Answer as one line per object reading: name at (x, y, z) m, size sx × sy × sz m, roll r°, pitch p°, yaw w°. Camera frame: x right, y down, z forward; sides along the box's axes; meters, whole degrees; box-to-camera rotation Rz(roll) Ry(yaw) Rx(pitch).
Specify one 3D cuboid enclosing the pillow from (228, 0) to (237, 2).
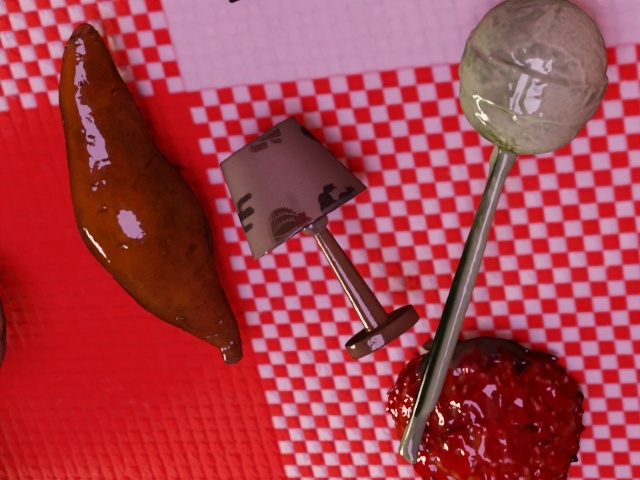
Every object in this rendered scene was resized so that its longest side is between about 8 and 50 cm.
pillow at (-0.022, -0.247, 1.084) m, size 0.150 × 0.048 × 0.090 m, roll -6°, pitch 113°, yaw 18°

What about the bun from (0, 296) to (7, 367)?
bun at (-0.418, 0.104, 1.343) m, size 0.231 × 0.231 × 0.133 m, roll 15°, pitch 163°, yaw 9°

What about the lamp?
lamp at (0.000, 0.000, 1.166) m, size 0.121 × 0.121 × 0.215 m, roll -30°, pitch 94°, yaw 29°

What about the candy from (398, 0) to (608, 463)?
candy at (0.131, 0.003, 1.112) m, size 0.119 × 0.119 × 0.440 m, roll 19°, pitch 116°, yaw 7°

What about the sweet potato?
sweet potato at (-0.169, -0.023, 1.222) m, size 0.112 × 0.112 × 0.359 m, roll -19°, pitch 113°, yaw 26°

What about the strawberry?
strawberry at (0.158, 0.210, 1.239) m, size 0.190 × 0.111 × 0.237 m, roll -7°, pitch 116°, yaw 19°
